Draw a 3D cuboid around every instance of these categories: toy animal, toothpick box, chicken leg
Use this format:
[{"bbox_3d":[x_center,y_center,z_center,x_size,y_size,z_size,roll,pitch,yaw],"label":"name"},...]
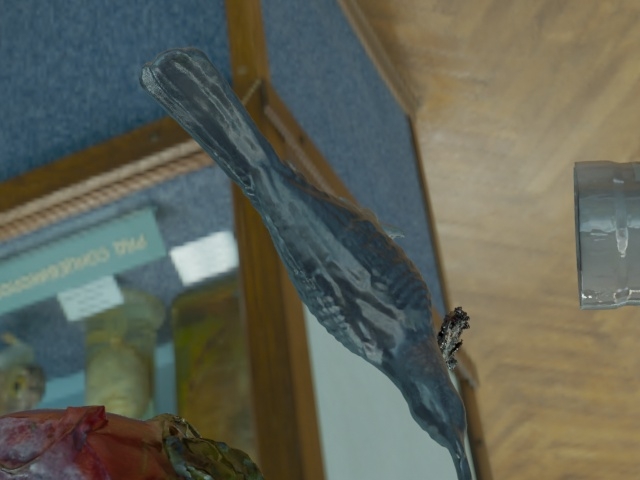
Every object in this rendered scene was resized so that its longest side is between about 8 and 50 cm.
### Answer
[{"bbox_3d":[0.015,0.008,0.917,0.081,0.206,0.367,-35,93,12],"label":"toy animal"},{"bbox_3d":[0.237,-0.006,0.778,0.149,0.098,0.098,-2,145,9],"label":"toothpick box"},{"bbox_3d":[0.104,0.086,1.014,0.036,0.021,0.083,-39,151,-34],"label":"chicken leg"}]

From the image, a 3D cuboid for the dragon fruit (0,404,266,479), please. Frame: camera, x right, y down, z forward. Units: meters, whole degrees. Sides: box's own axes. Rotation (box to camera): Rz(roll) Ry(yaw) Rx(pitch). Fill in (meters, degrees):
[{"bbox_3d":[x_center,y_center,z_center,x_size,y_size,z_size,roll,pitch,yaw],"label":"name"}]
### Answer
[{"bbox_3d":[-0.134,0.231,0.747,0.269,0.250,0.291,-30,144,-5],"label":"dragon fruit"}]
